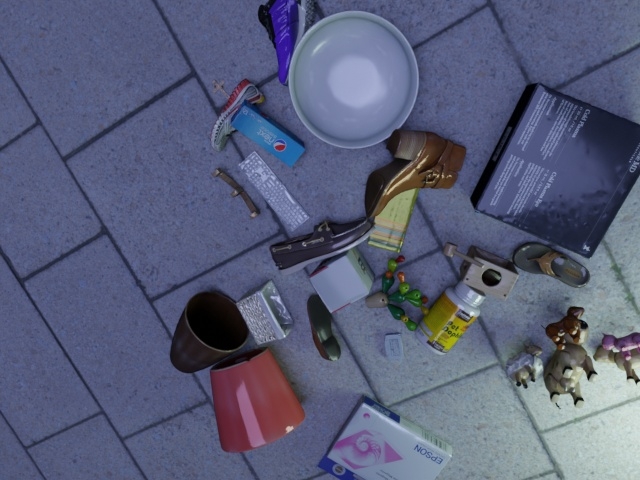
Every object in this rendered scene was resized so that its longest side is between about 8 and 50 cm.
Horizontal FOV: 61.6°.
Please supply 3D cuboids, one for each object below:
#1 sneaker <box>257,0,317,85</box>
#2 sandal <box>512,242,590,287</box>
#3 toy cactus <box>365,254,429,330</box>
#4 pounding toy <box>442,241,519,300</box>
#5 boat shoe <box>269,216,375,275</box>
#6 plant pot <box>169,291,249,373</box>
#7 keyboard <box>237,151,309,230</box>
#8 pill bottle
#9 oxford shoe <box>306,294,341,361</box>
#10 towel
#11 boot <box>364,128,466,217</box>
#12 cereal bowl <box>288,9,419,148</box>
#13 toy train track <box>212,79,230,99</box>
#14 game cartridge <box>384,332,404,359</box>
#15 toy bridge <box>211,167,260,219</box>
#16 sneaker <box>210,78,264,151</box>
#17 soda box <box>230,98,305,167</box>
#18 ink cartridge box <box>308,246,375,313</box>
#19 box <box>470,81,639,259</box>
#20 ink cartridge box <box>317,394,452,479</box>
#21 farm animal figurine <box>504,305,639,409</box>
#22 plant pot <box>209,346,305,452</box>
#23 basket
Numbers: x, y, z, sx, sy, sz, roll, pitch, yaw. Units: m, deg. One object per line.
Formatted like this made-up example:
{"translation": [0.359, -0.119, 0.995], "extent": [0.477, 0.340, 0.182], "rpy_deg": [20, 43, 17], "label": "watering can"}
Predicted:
{"translation": [-0.102, -0.574, 1.460], "extent": [0.146, 0.102, 0.293], "rpy_deg": [13, 101, 13], "label": "sneaker"}
{"translation": [0.642, 0.071, 1.480], "extent": [0.219, 0.060, 0.090], "rpy_deg": [26, 93, 4], "label": "sandal"}
{"translation": [0.217, 0.160, 1.583], "extent": [0.180, 0.112, 0.219], "rpy_deg": [-17, 99, 37], "label": "toy cactus"}
{"translation": [0.422, 0.083, 1.471], "extent": [0.206, 0.181, 0.094], "rpy_deg": [23, 107, 5], "label": "pounding toy"}
{"translation": [0.000, 0.000, 1.570], "extent": [0.324, 0.116, 0.097], "rpy_deg": [-24, 101, 21], "label": "boat shoe"}
{"translation": [-0.375, 0.315, 1.686], "extent": [0.215, 0.215, 0.230], "rpy_deg": [41, 121, -1], "label": "plant pot"}
{"translation": [-0.140, -0.146, 1.611], "extent": [0.072, 0.014, 0.256], "rpy_deg": [-39, 94, 17], "label": "keyboard"}
{"translation": [0.376, 0.217, 1.546], "extent": [0.117, 0.117, 0.215], "rpy_deg": [34, 108, 1], "label": "pill bottle"}
{"translation": [-0.007, 0.273, 1.665], "extent": [0.076, 0.076, 0.212], "rpy_deg": [-15, 91, 54], "label": "oxford shoe"}
{"translation": [0.215, -0.086, 1.556], "extent": [0.102, 0.021, 0.237], "rpy_deg": [15, 105, 1], "label": "towel"}
{"translation": [0.255, -0.168, 1.477], "extent": [0.220, 0.109, 0.283], "rpy_deg": [8, 120, -24], "label": "boot"}
{"translation": [0.084, -0.422, 1.417], "extent": [0.339, 0.141, 0.339], "rpy_deg": [0, 111, 0], "label": "cereal bowl"}
{"translation": [-0.286, -0.436, 1.567], "extent": [0.048, 0.014, 0.083], "rpy_deg": [-42, 94, 17], "label": "toy train track"}
{"translation": [0.226, 0.327, 1.657], "extent": [0.056, 0.017, 0.083], "rpy_deg": [-8, 102, 9], "label": "game cartridge"}
{"translation": [-0.250, -0.145, 1.606], "extent": [0.026, 0.063, 0.188], "rpy_deg": [-40, 95, 17], "label": "toy bridge"}
{"translation": [-0.242, -0.346, 1.544], "extent": [0.092, 0.088, 0.225], "rpy_deg": [34, 111, -7], "label": "sneaker"}
{"translation": [-0.147, -0.300, 1.507], "extent": [0.210, 0.067, 0.071], "rpy_deg": [33, 110, -22], "label": "soda box"}
{"translation": [0.066, 0.104, 1.549], "extent": [0.128, 0.176, 0.127], "rpy_deg": [-31, 94, 16], "label": "ink cartridge box"}
{"translation": [0.604, -0.180, 1.372], "extent": [0.312, 0.179, 0.343], "rpy_deg": [25, 107, 5], "label": "box"}
{"translation": [0.197, 0.711, 1.732], "extent": [0.324, 0.071, 0.330], "rpy_deg": [29, 106, 2], "label": "ink cartridge box"}
{"translation": [0.729, 0.318, 1.489], "extent": [0.330, 0.172, 0.327], "rpy_deg": [26, 120, -4], "label": "farm animal figurine"}
{"translation": [-0.213, 0.479, 1.668], "extent": [0.275, 0.275, 0.243], "rpy_deg": [-19, 89, 15], "label": "plant pot"}
{"translation": [-0.172, 0.225, 1.658], "extent": [0.103, 0.113, 0.167], "rpy_deg": [-25, 98, 18], "label": "basket"}
